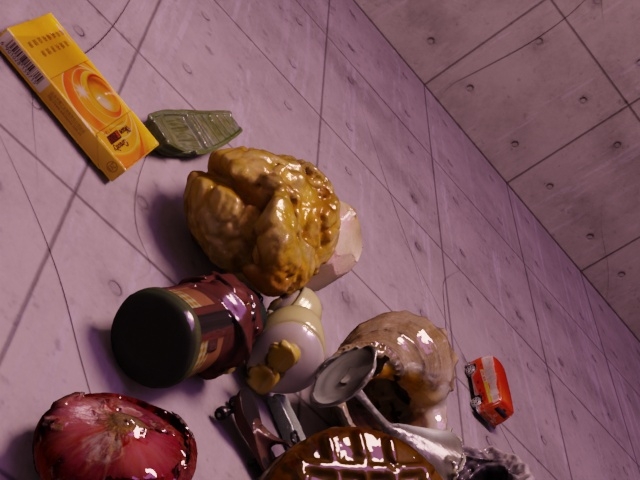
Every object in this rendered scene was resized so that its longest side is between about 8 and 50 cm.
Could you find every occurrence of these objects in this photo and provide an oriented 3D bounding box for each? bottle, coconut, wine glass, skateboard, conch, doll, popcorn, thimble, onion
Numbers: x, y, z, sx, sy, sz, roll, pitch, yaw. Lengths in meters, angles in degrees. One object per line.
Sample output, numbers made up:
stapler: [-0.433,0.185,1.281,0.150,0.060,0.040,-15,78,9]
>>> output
bottle: [-0.161,0.126,1.443,0.143,0.156,0.271,28,13,20]
coconut: [0.000,0.000,1.874,0.171,0.183,0.170,41,31,-31]
wine glass: [0.095,0.272,1.552,0.232,0.156,0.156,51,22,-24]
skateboard: [-0.077,0.277,1.477,0.151,0.080,0.067,59,16,1]
conch: [0.099,0.253,1.748,0.324,0.186,0.263,0,72,-40]
doll: [-0.056,0.146,1.645,0.117,0.141,0.296,32,17,-13]
popcorn: [-0.091,-0.034,1.648,0.265,0.225,0.332,41,12,-17]
thimble: [0.235,0.439,1.667,0.246,0.217,0.157,-11,106,-27]
onion: [-0.230,0.252,1.148,0.184,0.147,0.184,10,16,-3]

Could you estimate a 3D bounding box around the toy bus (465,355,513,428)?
toy bus: [0.382,0.332,2.339,0.079,0.077,0.174,44,25,-28]

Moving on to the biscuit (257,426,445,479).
biscuit: [0.052,0.406,1.381,0.332,0.103,0.332,14,57,-23]

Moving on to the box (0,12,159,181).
box: [-0.371,-0.224,1.607,0.269,0.043,0.152,52,23,-9]

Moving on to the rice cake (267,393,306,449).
rice cake: [-0.035,0.311,1.583,0.033,0.029,0.170,16,45,-63]

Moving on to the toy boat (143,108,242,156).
toy boat: [-0.228,-0.189,1.837,0.093,0.055,0.293,57,23,5]
